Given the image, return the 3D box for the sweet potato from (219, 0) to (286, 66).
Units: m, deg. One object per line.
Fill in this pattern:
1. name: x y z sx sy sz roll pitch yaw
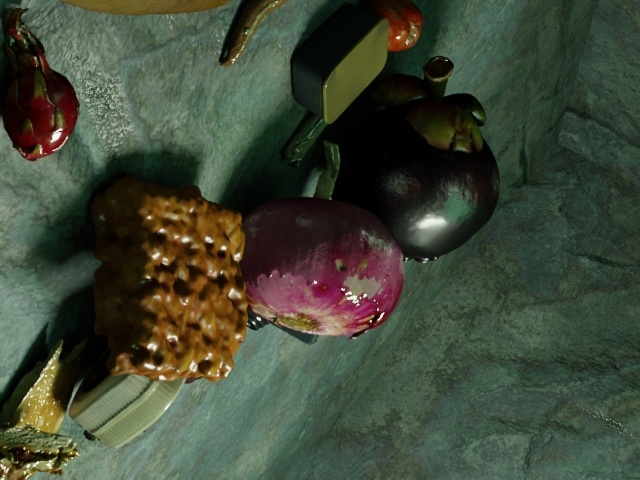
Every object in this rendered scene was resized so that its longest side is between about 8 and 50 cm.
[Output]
1. sweet potato: -0.093 -0.364 1.575 0.214 0.050 0.050 -53 161 -1

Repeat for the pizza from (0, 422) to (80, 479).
1. pizza: -0.473 0.345 1.553 0.154 0.194 0.069 100 -16 -45

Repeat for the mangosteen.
1. mangosteen: 0.195 -0.171 2.136 0.382 0.382 0.435 -26 114 -57

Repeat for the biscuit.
1. biscuit: -0.230 0.067 1.583 0.318 0.110 0.312 18 66 -59

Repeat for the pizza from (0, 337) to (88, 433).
1. pizza: -0.462 0.256 1.629 0.181 0.034 0.262 -19 140 -61

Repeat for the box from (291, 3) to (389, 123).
1. box: 0.035 -0.334 1.858 0.201 0.090 0.144 -49 159 -24

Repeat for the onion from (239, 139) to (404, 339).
1. onion: -0.002 0.040 1.966 0.345 0.358 0.358 -57 164 -38

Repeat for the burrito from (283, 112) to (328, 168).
1. burrito: -0.016 -0.222 1.982 0.171 0.042 0.051 -52 162 -7

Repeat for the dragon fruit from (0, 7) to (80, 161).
1. dragon fruit: -0.336 -0.187 1.197 0.094 0.094 0.190 -35 139 -48

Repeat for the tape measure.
1. tape measure: -0.309 0.227 1.719 0.231 0.133 0.271 -38 -159 30

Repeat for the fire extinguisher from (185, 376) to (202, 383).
1. fire extinguisher: -0.286 0.261 2.063 0.078 0.045 0.157 -21 150 -14

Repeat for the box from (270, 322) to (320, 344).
1. box: -0.041 0.110 2.241 0.050 0.160 0.230 -39 153 -57

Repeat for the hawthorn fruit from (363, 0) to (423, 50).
1. hawthorn fruit: 0.137 -0.424 1.933 0.128 0.128 0.128 -48 158 -26

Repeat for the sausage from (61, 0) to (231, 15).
1. sausage: -0.186 -0.353 1.253 0.501 0.123 0.136 -25 113 -58

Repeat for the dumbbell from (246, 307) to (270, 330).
1. dumbbell: -0.125 0.119 2.145 0.208 0.099 0.099 -52 160 -18
